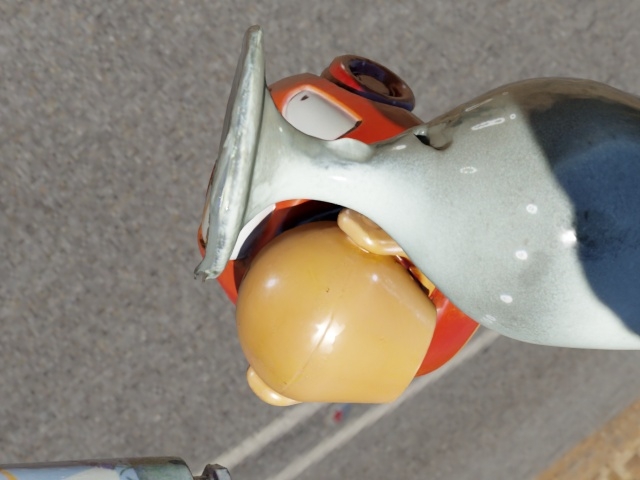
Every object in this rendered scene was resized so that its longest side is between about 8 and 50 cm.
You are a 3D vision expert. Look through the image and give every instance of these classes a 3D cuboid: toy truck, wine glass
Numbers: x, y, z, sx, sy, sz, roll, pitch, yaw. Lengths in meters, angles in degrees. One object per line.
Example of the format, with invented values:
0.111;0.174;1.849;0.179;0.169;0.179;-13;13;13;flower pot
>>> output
0.000;0.000;0.896;0.239;0.265;0.189;-12;139;-52;toy truck
0.070;-0.019;0.574;0.241;0.126;0.126;11;131;-8;wine glass

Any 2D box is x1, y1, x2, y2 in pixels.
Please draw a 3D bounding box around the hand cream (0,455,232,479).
-0.181;0.170;0.754;0.271;0.091;0.058;-1;168;-28;hand cream
